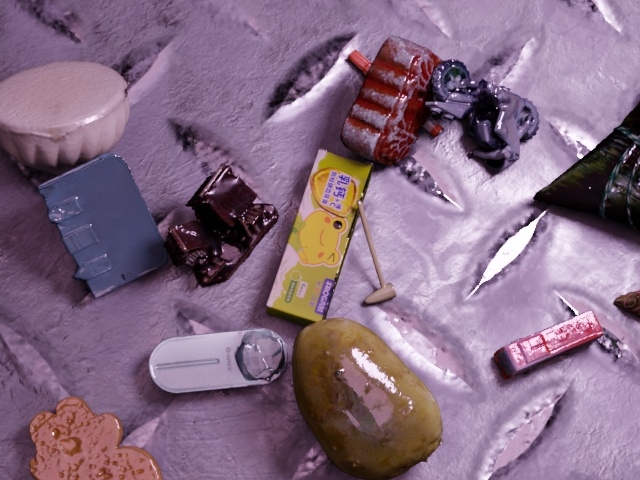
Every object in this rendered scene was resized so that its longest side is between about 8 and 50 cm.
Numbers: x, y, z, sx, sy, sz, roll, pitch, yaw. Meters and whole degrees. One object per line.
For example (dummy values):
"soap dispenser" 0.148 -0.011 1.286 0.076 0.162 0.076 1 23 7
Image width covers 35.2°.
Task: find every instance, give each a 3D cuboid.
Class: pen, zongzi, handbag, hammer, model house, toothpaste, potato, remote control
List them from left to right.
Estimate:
"handbag" -0.391 -0.027 1.809 0.179 0.062 0.229 -27 108 -8
"model house" -0.185 -0.024 1.814 0.141 0.164 0.203 30 78 11
"remote control" -0.182 0.215 1.804 0.247 0.052 0.104 -5 76 -3
"toothpaste" 0.000 0.000 1.856 0.110 0.077 0.327 17 75 5
"potato" 0.069 0.270 1.731 0.210 0.173 0.307 -36 84 5
"hammer" 0.084 0.021 1.839 0.060 0.028 0.195 -18 102 -4
"pen" 0.145 -0.286 1.962 0.239 0.028 0.028 43 78 9
"zongzi" 0.600 0.110 1.866 0.083 0.067 0.073 34 64 -12
"zongzi" 0.602 -0.097 1.843 0.362 0.319 0.383 -33 61 0

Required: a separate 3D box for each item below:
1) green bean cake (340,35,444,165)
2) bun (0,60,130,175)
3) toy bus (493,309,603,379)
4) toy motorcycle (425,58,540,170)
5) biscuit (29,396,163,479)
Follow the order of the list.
"green bean cake" 0.143 -0.253 1.874 0.097 0.198 0.232 28 95 22
"bun" -0.471 -0.202 1.861 0.263 0.175 0.263 -2 37 1
"toy bus" 0.411 0.185 1.818 0.192 0.077 0.065 -22 73 -9
"toy motorcycle" 0.302 -0.226 1.883 0.270 0.106 0.159 19 84 -33
"biscuit" -0.394 0.409 1.750 0.202 0.044 0.288 -37 77 -11
